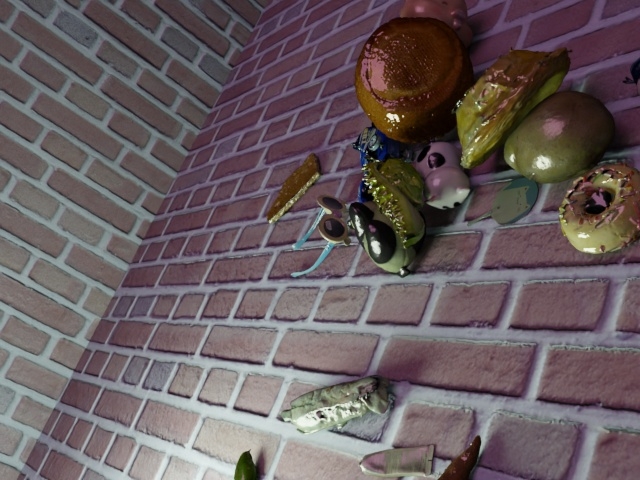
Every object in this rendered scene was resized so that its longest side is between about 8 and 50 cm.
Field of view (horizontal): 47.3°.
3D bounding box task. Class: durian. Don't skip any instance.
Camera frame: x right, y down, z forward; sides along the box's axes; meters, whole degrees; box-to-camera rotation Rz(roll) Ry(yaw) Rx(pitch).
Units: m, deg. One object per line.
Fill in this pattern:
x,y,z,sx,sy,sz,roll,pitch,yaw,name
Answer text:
0.156,-0.118,1.587,0.132,0.107,0.375,-8,35,-3,durian

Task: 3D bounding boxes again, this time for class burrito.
0.025,0.345,1.527,0.309,0.066,0.096,-26,35,42,burrito

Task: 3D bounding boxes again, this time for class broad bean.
-0.175,0.579,1.610,0.065,0.046,0.255,-29,39,39,broad bean

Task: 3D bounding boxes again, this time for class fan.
0.369,-0.067,1.493,0.175,0.005,0.113,-31,37,39,fan

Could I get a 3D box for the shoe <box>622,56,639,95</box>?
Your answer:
0.630,-0.342,1.288,0.207,0.091,0.106,-47,35,23,shoe

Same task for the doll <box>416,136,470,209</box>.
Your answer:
0.272,-0.139,1.620,0.110,0.107,0.181,-21,45,15,doll

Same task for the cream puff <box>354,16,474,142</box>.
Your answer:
0.228,-0.378,1.781,0.303,0.303,0.212,-61,-16,-9,cream puff

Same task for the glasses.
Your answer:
-0.024,-0.013,1.959,0.220,0.088,0.190,-39,32,28,glasses

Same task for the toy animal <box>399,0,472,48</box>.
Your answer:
0.263,-0.538,1.968,0.326,0.237,0.270,-11,63,56,toy animal

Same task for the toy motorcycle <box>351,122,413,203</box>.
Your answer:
0.147,-0.216,1.897,0.169,0.113,0.316,-38,39,49,toy motorcycle

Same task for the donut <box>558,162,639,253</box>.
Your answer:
0.483,-0.059,1.244,0.174,0.068,0.175,-38,33,31,donut

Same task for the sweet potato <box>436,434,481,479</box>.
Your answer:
0.203,0.413,1.182,0.068,0.068,0.226,1,60,57,sweet potato

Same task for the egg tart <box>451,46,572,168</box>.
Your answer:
0.365,-0.278,1.460,0.315,0.120,0.315,-42,-12,-11,egg tart

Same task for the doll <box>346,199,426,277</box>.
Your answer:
0.142,-0.024,1.656,0.234,0.143,0.135,-124,30,-51,doll

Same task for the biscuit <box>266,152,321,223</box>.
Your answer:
-0.087,-0.160,2.278,0.237,0.026,0.131,-45,28,21,biscuit

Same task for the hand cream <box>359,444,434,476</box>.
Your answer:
0.137,0.406,1.335,0.165,0.037,0.057,-18,45,39,hand cream

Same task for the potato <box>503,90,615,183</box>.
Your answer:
0.440,-0.190,1.363,0.177,0.160,0.235,-22,0,-24,potato
